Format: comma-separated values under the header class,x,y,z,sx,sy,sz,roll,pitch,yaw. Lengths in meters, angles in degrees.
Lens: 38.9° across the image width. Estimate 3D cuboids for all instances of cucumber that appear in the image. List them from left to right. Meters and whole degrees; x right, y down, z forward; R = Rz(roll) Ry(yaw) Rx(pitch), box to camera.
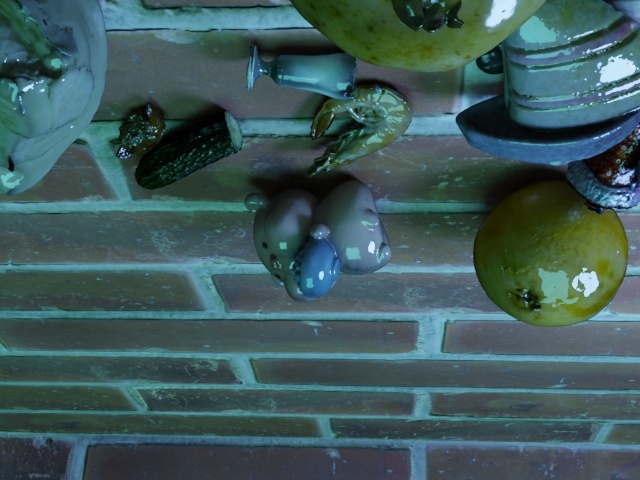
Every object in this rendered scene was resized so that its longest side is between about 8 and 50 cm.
class,x,y,z,sx,sy,sz,roll,pitch,yaw
cucumber,-0.224,-0.143,1.485,0.265,0.077,0.077,-19,144,36

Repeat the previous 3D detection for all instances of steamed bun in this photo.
class,x,y,z,sx,sy,sz,roll,pitch,yaw
steamed bun,-0.391,-0.246,1.147,0.394,0.237,0.346,18,140,38

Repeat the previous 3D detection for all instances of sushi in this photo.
class,x,y,z,sx,sy,sz,roll,pitch,yaw
sushi,-0.290,-0.177,1.454,0.055,0.052,0.120,7,157,-40

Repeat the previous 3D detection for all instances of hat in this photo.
class,x,y,z,sx,sy,sz,roll,pitch,yaw
hat,0.474,-0.152,1.404,0.140,0.129,0.227,-28,147,-33

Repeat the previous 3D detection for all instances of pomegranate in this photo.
class,x,y,z,sx,sy,sz,roll,pitch,yaw
pomegranate,0.098,-0.320,0.866,0.343,0.342,0.342,2,151,1

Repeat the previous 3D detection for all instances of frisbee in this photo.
class,x,y,z,sx,sy,sz,roll,pitch,yaw
frisbee,0.313,-0.294,1.225,0.188,0.012,0.211,0,151,3

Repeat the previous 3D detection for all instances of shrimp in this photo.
class,x,y,z,sx,sy,sz,roll,pitch,yaw
shrimp,0.042,-0.172,1.429,0.133,0.053,0.236,21,143,-34

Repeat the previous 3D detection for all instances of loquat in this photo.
class,x,y,z,sx,sy,sz,roll,pitch,yaw
loquat,0.397,0.020,1.575,0.263,0.263,0.263,2,151,1

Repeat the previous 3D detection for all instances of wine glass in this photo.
class,x,y,z,sx,sy,sz,roll,pitch,yaw
wine glass,-0.026,-0.239,1.296,0.156,0.072,0.072,5,151,-3

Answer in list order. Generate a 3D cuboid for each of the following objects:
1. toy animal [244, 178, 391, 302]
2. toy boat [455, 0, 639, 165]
class,x,y,z,sx,sy,sz,roll,pitch,yaw
toy animal,0.005,-0.012,1.604,0.221,0.229,0.210,-32,122,-18
toy boat,0.343,-0.215,1.248,0.276,0.111,0.293,5,148,-4
